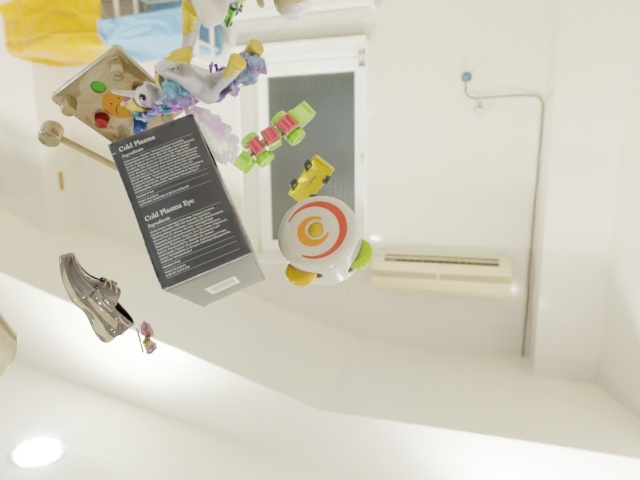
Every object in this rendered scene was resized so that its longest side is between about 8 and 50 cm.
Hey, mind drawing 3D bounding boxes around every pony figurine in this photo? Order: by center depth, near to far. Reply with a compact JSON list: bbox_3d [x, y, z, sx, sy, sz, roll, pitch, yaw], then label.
[{"bbox_3d":[-0.312,-0.401,1.165,0.363,0.302,0.351,-24,156,39],"label":"pony figurine"}]

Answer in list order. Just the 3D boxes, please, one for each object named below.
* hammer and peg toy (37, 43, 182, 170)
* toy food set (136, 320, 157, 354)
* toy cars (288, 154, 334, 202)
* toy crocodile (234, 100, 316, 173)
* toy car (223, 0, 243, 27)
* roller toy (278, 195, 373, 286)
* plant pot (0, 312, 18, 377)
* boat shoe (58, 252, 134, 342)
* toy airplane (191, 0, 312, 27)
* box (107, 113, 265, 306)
[{"bbox_3d":[-0.615,-0.369,1.291,0.361,0.127,0.266,-27,144,17],"label":"hammer and peg toy"},{"bbox_3d":[-0.398,0.223,1.030,0.019,0.077,0.122,-16,177,-11],"label":"toy food set"},{"bbox_3d":[-0.010,-0.123,1.559,0.177,0.393,0.087,4,-147,20],"label":"toy cars"},{"bbox_3d":[-0.162,-0.357,1.524,0.341,0.115,0.105,-38,176,-6],"label":"toy crocodile"},{"bbox_3d":[-0.219,-0.652,1.157,0.053,0.225,0.239,25,153,-17],"label":"toy car"},{"bbox_3d":[0.000,0.000,1.052,0.209,0.191,0.146,-25,154,3],"label":"roller toy"},{"bbox_3d":[-0.823,0.182,0.914,0.334,0.305,0.333,-8,-138,7],"label":"plant pot"},{"bbox_3d":[-0.708,0.171,1.419,0.130,0.355,0.132,-26,-138,-19],"label":"boat shoe"},{"bbox_3d":[-0.118,-0.561,0.902,0.384,0.272,0.386,-27,-136,18],"label":"toy airplane"},{"bbox_3d":[-0.271,-0.042,0.983,0.179,0.312,0.343,-24,169,-8],"label":"box"}]
